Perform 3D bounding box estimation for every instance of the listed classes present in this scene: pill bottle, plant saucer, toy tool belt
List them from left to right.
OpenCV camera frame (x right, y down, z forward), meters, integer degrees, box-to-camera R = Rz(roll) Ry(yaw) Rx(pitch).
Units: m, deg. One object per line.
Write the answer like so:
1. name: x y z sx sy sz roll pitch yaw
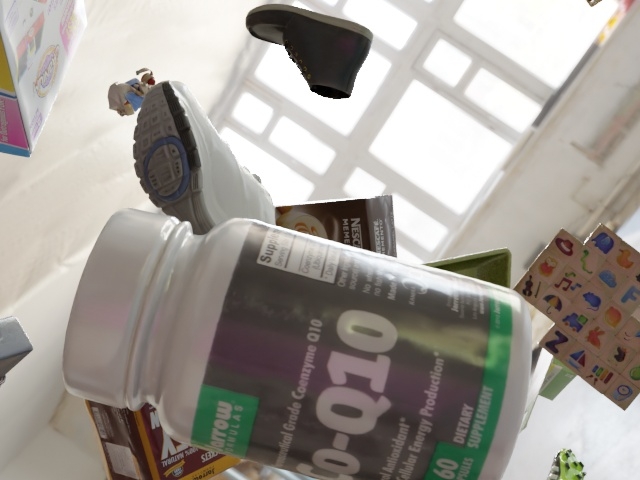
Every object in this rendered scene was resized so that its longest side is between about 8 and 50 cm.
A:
1. toy tool belt: -0.250 -0.200 1.150 0.083 0.051 0.052 -39 -30 -34
2. pill bottle: -0.019 0.097 0.727 0.204 0.361 0.204 -166 90 -90
3. plant saucer: 0.148 0.107 0.983 0.188 0.045 0.188 -8 -77 -40

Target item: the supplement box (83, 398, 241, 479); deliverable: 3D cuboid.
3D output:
1. supplement box: -0.242 0.256 1.223 0.129 0.191 0.194 -19 6 -38

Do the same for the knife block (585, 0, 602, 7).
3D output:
1. knife block: 0.439 -0.388 0.926 0.088 0.242 0.275 -60 -19 -87

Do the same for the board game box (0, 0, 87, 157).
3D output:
1. board game box: -0.338 -0.284 0.918 0.316 0.064 0.242 103 176 -55

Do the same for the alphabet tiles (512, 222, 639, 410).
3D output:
1. alphabet tiles: 0.412 0.100 1.217 0.198 0.237 0.009 -52 -5 3

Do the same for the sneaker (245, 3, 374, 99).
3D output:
1. sneaker: -0.036 -0.303 1.333 0.083 0.222 0.118 42 -116 -67

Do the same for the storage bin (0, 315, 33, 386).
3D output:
1. storage bin: -0.440 0.154 1.066 0.091 0.098 0.135 -35 -7 20

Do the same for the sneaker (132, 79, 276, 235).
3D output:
1. sneaker: -0.130 -0.058 1.024 0.111 0.297 0.129 -10 18 38

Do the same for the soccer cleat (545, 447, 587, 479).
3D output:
1. soccer cleat: 0.349 0.367 1.228 0.072 0.060 0.179 -40 -1 27

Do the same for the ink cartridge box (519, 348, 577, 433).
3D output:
1. ink cartridge box: 0.397 0.245 1.435 0.171 0.056 0.235 89 -156 -64

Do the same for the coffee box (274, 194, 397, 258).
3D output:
1. coffee box: 0.000 0.000 1.425 0.098 0.247 0.141 -10 -86 -58
